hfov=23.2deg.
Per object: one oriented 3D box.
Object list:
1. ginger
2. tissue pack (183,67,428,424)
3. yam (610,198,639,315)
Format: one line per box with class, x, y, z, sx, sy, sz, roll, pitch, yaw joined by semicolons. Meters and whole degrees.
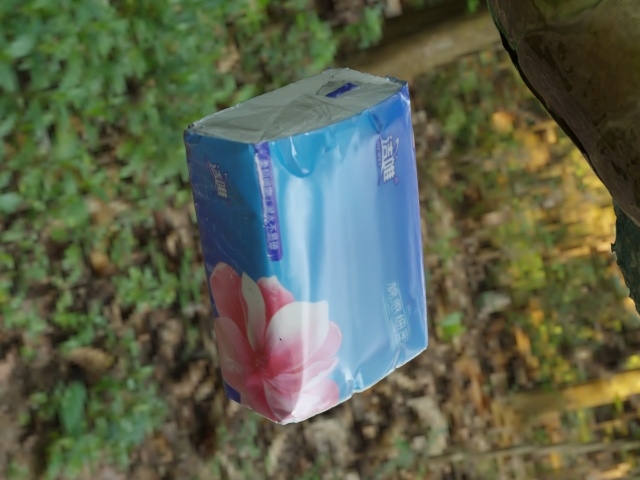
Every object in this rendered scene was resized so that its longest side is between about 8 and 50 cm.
ginger;0.153;-0.086;0.750;0.263;0.109;0.116;65;-29;30
tissue pack;0.000;0.000;1.393;0.209;0.137;0.269;-25;118;-41
yam;0.341;-0.025;0.985;0.201;0.271;0.202;90;-19;-45
